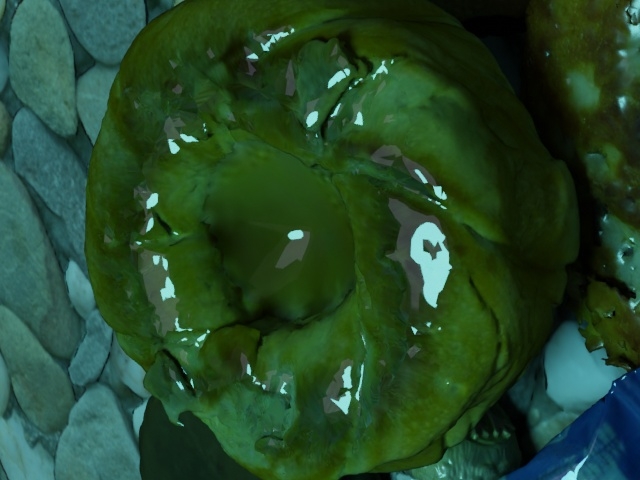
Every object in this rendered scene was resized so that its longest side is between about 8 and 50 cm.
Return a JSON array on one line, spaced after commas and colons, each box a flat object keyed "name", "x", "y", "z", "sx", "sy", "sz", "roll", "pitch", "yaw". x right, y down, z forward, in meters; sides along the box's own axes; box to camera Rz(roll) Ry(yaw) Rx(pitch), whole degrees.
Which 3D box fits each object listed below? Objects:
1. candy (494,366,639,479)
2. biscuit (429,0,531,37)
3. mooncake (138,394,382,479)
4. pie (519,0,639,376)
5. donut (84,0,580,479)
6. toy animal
[{"name": "candy", "x": 0.153, "y": 0.226, "z": 1.119, "sx": 0.331, "sy": 0.077, "sz": 0.187, "roll": -37, "pitch": 102, "yaw": 29}, {"name": "biscuit", "x": 0.110, "y": -0.246, "z": 1.115, "sx": 0.226, "sy": 0.042, "sz": 0.226, "roll": 17, "pitch": 114, "yaw": 43}, {"name": "mooncake", "x": -0.051, "y": 0.204, "z": 1.371, "sx": 0.228, "sy": 0.124, "sz": 0.228, "roll": 24, "pitch": 122, "yaw": 43}, {"name": "pie", "x": 0.232, "y": -0.041, "z": 1.025, "sx": 0.308, "sy": 0.085, "sz": 0.308, "roll": 23, "pitch": 123, "yaw": 40}, {"name": "donut", "x": 0.000, "y": 0.000, "z": 1.092, "sx": 0.360, "sy": 0.170, "sz": 0.360, "roll": 10, "pitch": 109, "yaw": 33}, {"name": "toy animal", "x": 0.092, "y": 0.150, "z": 1.230, "sx": 0.137, "sy": 0.098, "sz": 0.098, "roll": 60, "pitch": 138, "yaw": 37}]
